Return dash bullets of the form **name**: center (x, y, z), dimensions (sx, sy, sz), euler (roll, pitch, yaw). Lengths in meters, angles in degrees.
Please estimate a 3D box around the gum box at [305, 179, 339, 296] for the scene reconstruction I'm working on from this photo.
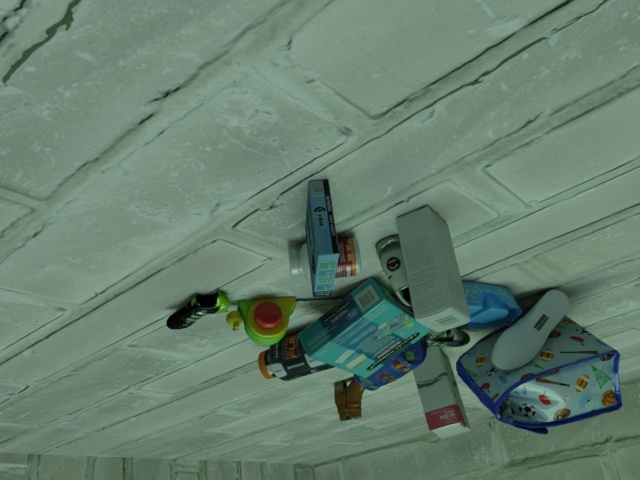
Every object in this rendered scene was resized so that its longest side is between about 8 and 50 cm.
- **gum box**: center (0.000, 0.000, 1.168), dimensions (0.041, 0.157, 0.184), euler (-5, 153, -6)

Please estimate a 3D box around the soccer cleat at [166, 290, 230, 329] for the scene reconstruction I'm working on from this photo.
- **soccer cleat**: center (-0.312, 0.169, 1.515), dimensions (0.178, 0.060, 0.072), euler (-22, 141, 11)

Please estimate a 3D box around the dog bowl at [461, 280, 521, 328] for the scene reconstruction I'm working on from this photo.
- **dog bowl**: center (0.427, 0.181, 1.718), dimensions (0.297, 0.074, 0.166), euler (9, 148, -30)

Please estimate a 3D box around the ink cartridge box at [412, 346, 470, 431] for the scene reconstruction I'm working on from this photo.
- **ink cartridge box**: center (0.420, 0.535, 2.160), dimensions (0.117, 0.283, 0.207), euler (-21, 150, 14)

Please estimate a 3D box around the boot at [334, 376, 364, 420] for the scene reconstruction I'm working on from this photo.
- **boot**: center (0.144, 0.607, 2.354), dimensions (0.197, 0.152, 0.073), euler (-25, 148, 28)

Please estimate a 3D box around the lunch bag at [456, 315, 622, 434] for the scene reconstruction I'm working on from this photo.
- **lunch bag**: center (0.640, 0.406, 1.843), dimensions (0.385, 0.239, 0.328), euler (-13, -165, -7)

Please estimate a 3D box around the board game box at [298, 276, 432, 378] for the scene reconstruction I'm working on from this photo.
- **board game box**: center (0.131, 0.252, 1.680), dimensions (0.253, 0.079, 0.336), euler (-39, 145, 12)

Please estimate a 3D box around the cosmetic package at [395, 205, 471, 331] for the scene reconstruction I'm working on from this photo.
- **cosmetic package**: center (0.231, 0.060, 1.264), dimensions (0.085, 0.231, 0.117), euler (-23, 149, 25)

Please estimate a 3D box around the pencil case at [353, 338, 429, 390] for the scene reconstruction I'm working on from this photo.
- **pencil case**: center (0.223, 0.392, 1.997), dimensions (0.119, 0.133, 0.306), euler (20, 145, -17)

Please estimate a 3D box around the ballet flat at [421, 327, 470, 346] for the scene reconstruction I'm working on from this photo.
- **ballet flat**: center (0.406, 0.308, 1.967), dimensions (0.188, 0.070, 0.070), euler (-3, 152, -18)

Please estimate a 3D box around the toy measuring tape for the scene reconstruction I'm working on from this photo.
- **toy measuring tape**: center (-0.079, 0.210, 1.588), dimensions (0.330, 0.121, 0.121), euler (-1, 151, -14)

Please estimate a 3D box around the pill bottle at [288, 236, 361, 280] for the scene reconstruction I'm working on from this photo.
- **pill bottle**: center (0.008, 0.042, 1.325), dimensions (0.152, 0.086, 0.086), euler (-7, 152, -4)

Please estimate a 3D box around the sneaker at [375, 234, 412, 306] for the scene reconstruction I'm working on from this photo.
- **sneaker**: center (0.243, 0.109, 1.460), dimensions (0.122, 0.146, 0.330), euler (-27, 148, 29)

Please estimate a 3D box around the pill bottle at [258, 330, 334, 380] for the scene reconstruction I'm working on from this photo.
- **pill bottle**: center (-0.065, 0.342, 1.821), dimensions (0.245, 0.131, 0.130), euler (-21, 150, 22)

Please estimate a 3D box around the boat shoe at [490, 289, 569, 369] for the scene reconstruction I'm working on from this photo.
- **boat shoe**: center (0.598, 0.263, 1.780), dimensions (0.301, 0.108, 0.102), euler (-45, 173, -16)
